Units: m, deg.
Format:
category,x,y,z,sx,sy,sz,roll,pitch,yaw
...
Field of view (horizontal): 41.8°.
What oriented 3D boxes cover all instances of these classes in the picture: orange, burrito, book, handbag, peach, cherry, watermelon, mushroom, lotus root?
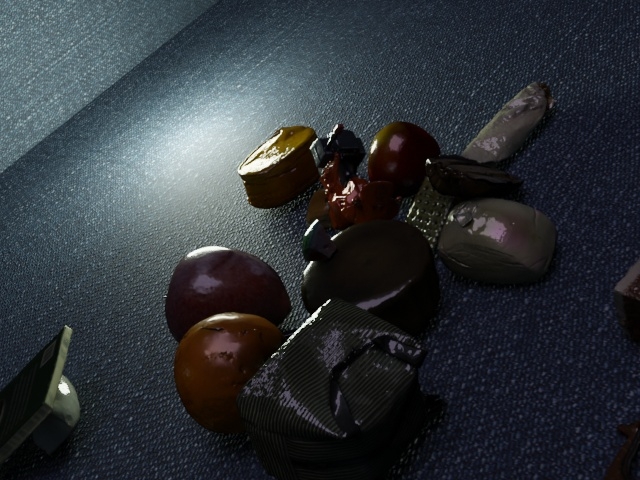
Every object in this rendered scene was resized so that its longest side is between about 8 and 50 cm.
category,x,y,z,sx,sy,sz,roll,pitch,yaw
orange,-0.170,0.256,1.665,0.246,0.246,0.246,-17,36,13
burrito,0.459,-0.263,2.077,0.392,0.076,0.117,-44,45,-20
book,-0.691,0.387,1.885,0.371,0.043,0.260,-42,28,22
handbag,0.050,0.286,1.482,0.240,0.247,0.340,14,45,42
peach,0.200,-0.191,2.067,0.197,0.197,0.197,-17,36,13
cherry,-0.216,0.132,1.887,0.307,0.221,0.261,3,44,9
watermelon,-0.003,-0.003,1.762,0.072,0.092,0.085,2,36,-18
mushroom,-0.619,0.373,1.941,0.118,0.103,0.270,-40,29,-1
lotus root,0.340,-0.129,1.859,0.167,0.078,0.329,32,19,31

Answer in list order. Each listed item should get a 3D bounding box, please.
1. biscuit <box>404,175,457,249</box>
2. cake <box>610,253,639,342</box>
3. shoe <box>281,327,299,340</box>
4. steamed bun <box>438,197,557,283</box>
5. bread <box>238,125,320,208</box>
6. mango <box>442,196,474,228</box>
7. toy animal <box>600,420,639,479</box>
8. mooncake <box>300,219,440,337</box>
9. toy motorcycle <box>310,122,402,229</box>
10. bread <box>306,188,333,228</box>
category,x,y,z,sx,sy,sz,roll,pitch,yaw
biscuit,0.241,-0.049,1.903,0.144,0.016,0.203,19,81,57
cake,0.596,0.113,1.447,0.147,0.135,0.134,21,56,41
shoe,-0.105,0.223,1.822,0.179,0.071,0.049,-18,35,3
steamed bun,0.360,-0.010,1.737,0.238,0.153,0.170,4,52,35
bread,-0.099,-0.198,2.292,0.269,0.143,0.195,-42,35,-24
mango,0.300,-0.061,1.918,0.103,0.076,0.161,-7,45,24
toy animal,0.437,0.381,1.276,0.229,0.066,0.224,-35,15,5
mooncake,0.110,0.103,1.755,0.290,0.161,0.290,-17,37,13
toy motorcycle,0.076,-0.125,1.964,0.147,0.221,0.326,-3,61,-29
bread,0.023,-0.083,2.118,0.125,0.082,0.106,-5,36,25
